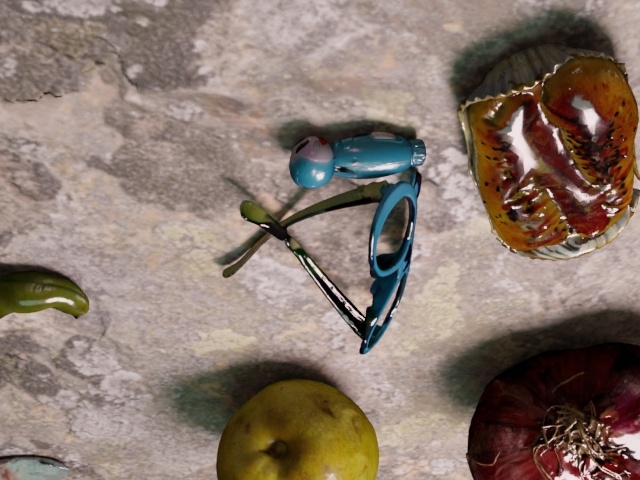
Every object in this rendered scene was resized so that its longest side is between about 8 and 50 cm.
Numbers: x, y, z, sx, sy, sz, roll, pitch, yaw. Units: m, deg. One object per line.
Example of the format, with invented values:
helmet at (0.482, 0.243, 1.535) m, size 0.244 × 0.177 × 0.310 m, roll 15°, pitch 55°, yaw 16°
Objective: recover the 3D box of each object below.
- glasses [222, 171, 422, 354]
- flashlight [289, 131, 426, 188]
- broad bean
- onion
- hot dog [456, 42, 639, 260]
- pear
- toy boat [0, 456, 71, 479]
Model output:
glasses at (0.002, 0.029, 1.220) m, size 0.207 × 0.102 × 0.239 m, roll -4°, pitch 140°, yaw -2°
flashlight at (0.034, -0.076, 1.145) m, size 0.129 × 0.051 × 0.051 m, roll -4°, pitch 140°, yaw -9°
broad bean at (-0.350, 0.065, 1.266) m, size 0.214 × 0.048 × 0.070 m, roll -1°, pitch 139°, yaw -9°
onion at (0.305, 0.224, 1.408) m, size 0.281 × 0.221 × 0.281 m, roll -27°, pitch 162°, yaw -10°
hot dog at (0.221, -0.073, 1.143) m, size 0.163 × 0.081 × 0.270 m, roll -12°, pitch 141°, yaw 10°
pear at (-0.026, 0.258, 1.426) m, size 0.200 × 0.200 × 0.200 m, roll -3°, pitch 140°, yaw -3°
toy boat at (-0.455, 0.352, 1.581) m, size 0.282 × 0.096 × 0.206 m, roll -38°, pitch 116°, yaw 21°
